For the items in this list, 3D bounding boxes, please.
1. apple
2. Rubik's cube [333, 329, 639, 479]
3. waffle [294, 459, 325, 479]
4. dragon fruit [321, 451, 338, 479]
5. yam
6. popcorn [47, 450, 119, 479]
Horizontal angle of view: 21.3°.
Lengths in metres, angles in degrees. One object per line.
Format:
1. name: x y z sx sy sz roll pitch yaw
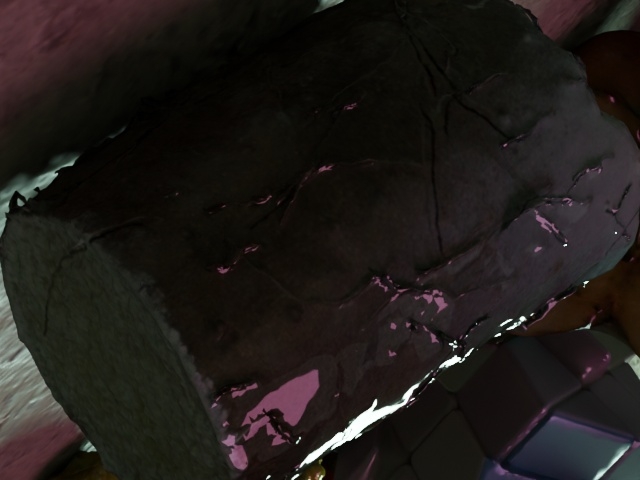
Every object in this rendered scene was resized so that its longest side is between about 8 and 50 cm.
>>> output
1. apple: 0.322 -0.025 1.689 0.329 0.295 0.365 -12 133 -17
2. Rubik's cube: 0.200 0.221 2.003 0.387 0.368 0.358 23 116 -38
3. waffle: -0.100 0.374 2.055 0.307 0.060 0.312 -49 180 -8
4. dragon fruit: 0.091 0.393 2.340 0.343 0.277 0.277 -6 166 4
5. yam: 0.000 0.000 0.987 0.348 0.241 0.241 -33 162 -37
6. popcorn: -0.184 0.223 1.429 0.106 0.121 0.116 62 40 -38
